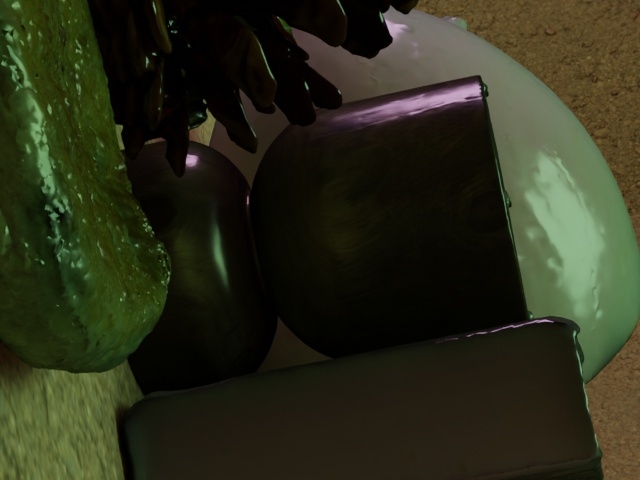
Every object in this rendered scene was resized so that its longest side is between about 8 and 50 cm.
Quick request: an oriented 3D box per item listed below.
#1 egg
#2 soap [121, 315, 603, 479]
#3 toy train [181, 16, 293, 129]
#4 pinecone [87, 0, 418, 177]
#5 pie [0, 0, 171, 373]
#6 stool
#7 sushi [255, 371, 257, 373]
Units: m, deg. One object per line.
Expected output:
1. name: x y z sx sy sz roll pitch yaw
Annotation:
1. egg: 0.056 -0.033 1.628 0.340 0.354 0.354 61 12 -19
2. soap: 0.040 0.136 1.319 0.285 0.296 0.107 47 32 -75
3. toy train: -0.092 -0.200 1.477 0.090 0.137 0.226 -47 124 -82
4. pinecone: -0.055 -0.181 1.209 0.264 0.264 0.264 -12 90 -84
5. pie: -0.150 -0.060 1.010 0.277 0.078 0.277 -17 90 -85
6. stool: 0.000 0.000 1.333 0.179 0.264 0.179 -12 90 -83
7. sushi: -0.069 0.110 1.514 0.099 0.047 0.050 58 17 -77
